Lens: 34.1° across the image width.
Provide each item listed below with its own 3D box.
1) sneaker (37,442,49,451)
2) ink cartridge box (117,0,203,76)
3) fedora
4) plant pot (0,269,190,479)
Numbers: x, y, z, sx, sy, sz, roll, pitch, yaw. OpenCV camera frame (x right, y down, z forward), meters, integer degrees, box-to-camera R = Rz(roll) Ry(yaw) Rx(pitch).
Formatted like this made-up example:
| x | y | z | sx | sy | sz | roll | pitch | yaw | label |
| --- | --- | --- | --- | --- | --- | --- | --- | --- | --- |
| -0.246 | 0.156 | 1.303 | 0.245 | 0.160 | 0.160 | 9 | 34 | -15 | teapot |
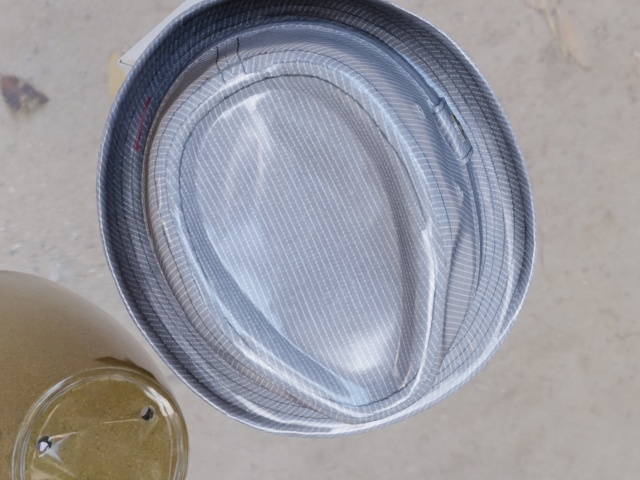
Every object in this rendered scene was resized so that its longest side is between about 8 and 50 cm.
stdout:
| x | y | z | sx | sy | sz | roll | pitch | yaw | label |
| --- | --- | --- | --- | --- | --- | --- | --- | --- | --- |
| -0.351 | 0.241 | 1.316 | 0.077 | 0.072 | 0.178 | 17 | 107 | -20 | sneaker |
| -0.035 | -0.114 | 0.911 | 0.172 | 0.100 | 0.237 | -47 | 129 | -20 | ink cartridge box |
| 0.000 | 0.000 | 0.552 | 0.244 | 0.124 | 0.275 | -18 | 103 | 3 | fedora |
| -0.202 | 0.137 | 0.756 | 0.237 | 0.254 | 0.237 | 2 | 87 | -32 | plant pot |
